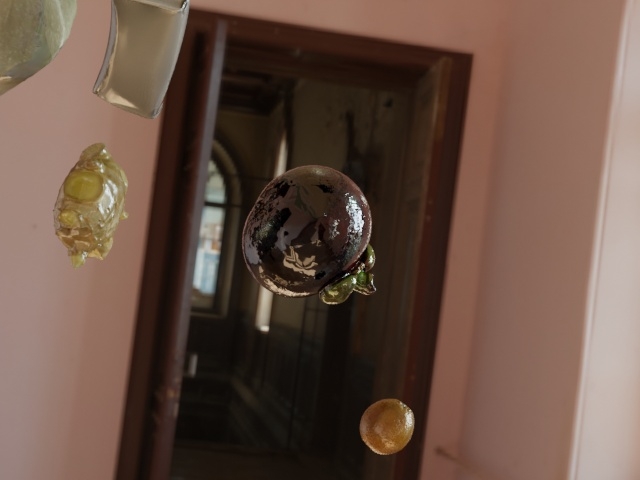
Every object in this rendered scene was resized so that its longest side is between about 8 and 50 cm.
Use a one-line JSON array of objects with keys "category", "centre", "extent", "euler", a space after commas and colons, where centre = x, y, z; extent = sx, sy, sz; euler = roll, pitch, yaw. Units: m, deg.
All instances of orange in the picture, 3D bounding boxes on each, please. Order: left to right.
[{"category": "orange", "centre": [0.099, 0.275, 1.451], "extent": [0.085, 0.085, 0.085], "euler": [7, -3, 0]}]

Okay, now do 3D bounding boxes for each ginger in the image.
[{"category": "ginger", "centre": [-0.372, -0.051, 1.583], "extent": [0.102, 0.216, 0.157], "euler": [9, -28, 6]}]

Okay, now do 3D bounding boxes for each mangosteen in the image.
[{"category": "mangosteen", "centre": [-0.007, -0.009, 1.520], "extent": [0.216, 0.216, 0.216], "euler": [7, -3, 0]}]

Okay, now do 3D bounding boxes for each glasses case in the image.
[{"category": "glasses case", "centre": [-0.303, -0.327, 1.650], "extent": [0.128, 0.083, 0.308], "euler": [11, -30, -15]}]

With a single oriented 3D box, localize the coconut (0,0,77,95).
[{"category": "coconut", "centre": [-0.467, -0.337, 1.205], "extent": [0.352, 0.352, 0.352], "euler": [7, -3, 0]}]
